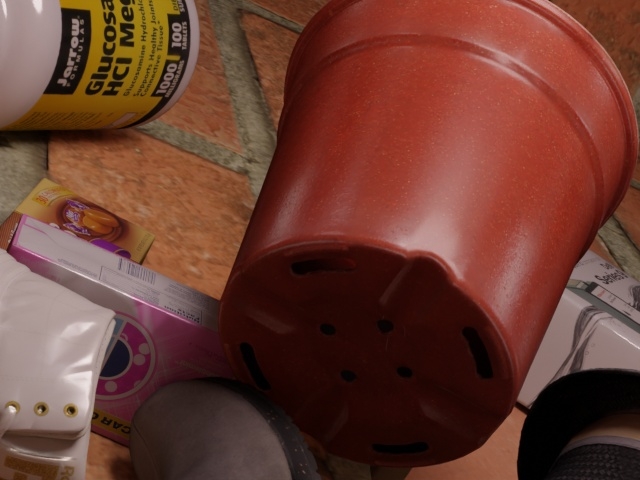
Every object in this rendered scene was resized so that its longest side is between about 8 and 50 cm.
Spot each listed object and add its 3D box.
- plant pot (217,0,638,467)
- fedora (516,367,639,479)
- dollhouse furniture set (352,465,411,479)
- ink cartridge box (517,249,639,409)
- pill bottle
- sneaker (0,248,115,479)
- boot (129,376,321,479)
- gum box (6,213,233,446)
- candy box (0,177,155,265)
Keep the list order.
[{"bbox_3d":[0.065,-0.004,1.207,0.272,0.272,0.265,28,43,-3],"label":"plant pot"},{"bbox_3d":[0.216,0.249,1.137,0.152,0.334,0.334,-29,54,-32],"label":"fedora"},{"bbox_3d":[0.071,0.190,1.226,0.081,0.114,0.091,29,16,-11],"label":"dollhouse furniture set"},{"bbox_3d":[0.289,0.120,1.700,0.289,0.121,0.211,34,19,19],"label":"ink cartridge box"},{"bbox_3d":[-0.275,-0.195,1.623,0.188,0.188,0.334,36,21,22],"label":"pill bottle"},{"bbox_3d":[-0.209,0.108,0.919,0.169,0.108,0.292,26,46,1],"label":"sneaker"},{"bbox_3d":[-0.105,0.177,1.024,0.223,0.118,0.338,6,21,-31],"label":"boot"},{"bbox_3d":[-0.148,0.073,1.225,0.188,0.107,0.062,25,19,-11],"label":"gum box"},{"bbox_3d":[-0.204,0.020,1.373,0.109,0.053,0.186,28,17,-3],"label":"candy box"}]
